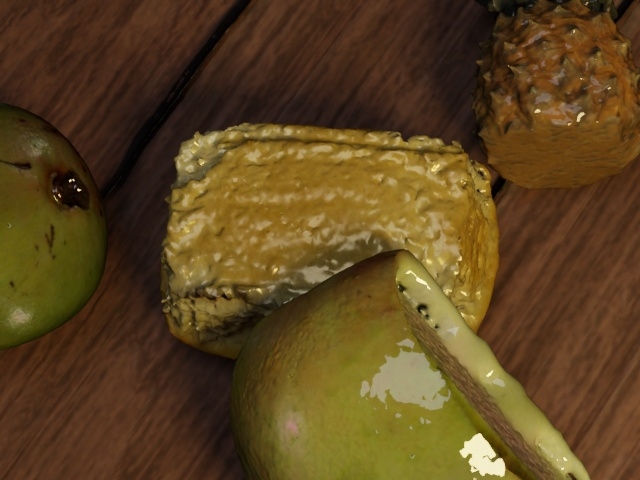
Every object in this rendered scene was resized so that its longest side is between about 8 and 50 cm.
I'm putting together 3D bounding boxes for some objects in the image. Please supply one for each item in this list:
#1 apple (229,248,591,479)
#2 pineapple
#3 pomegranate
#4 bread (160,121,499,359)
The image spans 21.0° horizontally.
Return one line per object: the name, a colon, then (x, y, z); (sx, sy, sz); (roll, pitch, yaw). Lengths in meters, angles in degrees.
apple: (0.049, 0.153, 1.090); (0.193, 0.120, 0.265); (-36, 93, 12)
pineapple: (0.164, -0.164, 1.240); (0.128, 0.128, 0.248); (-7, 62, 11)
pomegranate: (-0.254, 0.007, 1.253); (0.179, 0.179, 0.210); (49, 112, 26)
bread: (0.000, 0.000, 1.207); (0.245, 0.121, 0.174); (2, 62, 15)
